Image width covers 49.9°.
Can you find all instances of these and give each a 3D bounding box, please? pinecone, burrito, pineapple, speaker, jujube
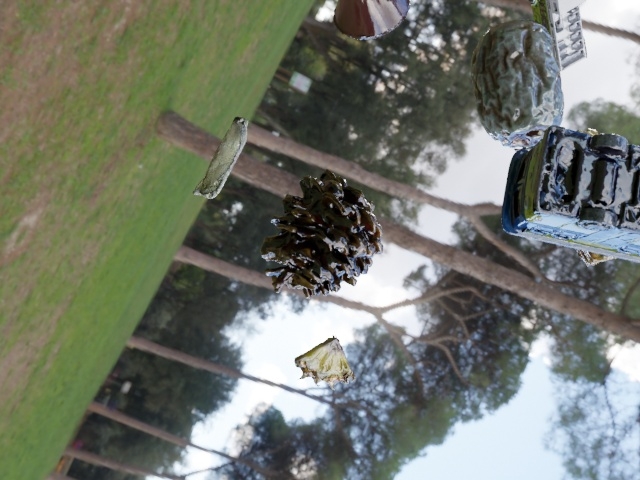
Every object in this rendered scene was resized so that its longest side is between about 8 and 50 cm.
[{"bbox_3d":[0.008,-0.004,1.363,0.257,0.243,0.243,-55,-178,-42],"label":"pinecone"},{"bbox_3d":[-0.224,-0.196,1.624,0.230,0.058,0.063,-63,-169,-17],"label":"burrito"},{"bbox_3d":[0.011,0.259,1.489,0.069,0.137,0.116,-8,-116,63],"label":"pineapple"},{"bbox_3d":[0.127,-0.635,1.550,0.329,0.259,0.198,67,29,-63],"label":"speaker"},{"bbox_3d":[0.487,-0.389,1.714,0.226,0.225,0.317,146,-60,-69],"label":"jujube"}]

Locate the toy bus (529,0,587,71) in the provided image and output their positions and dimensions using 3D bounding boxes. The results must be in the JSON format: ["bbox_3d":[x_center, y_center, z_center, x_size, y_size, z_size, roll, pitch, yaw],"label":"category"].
[{"bbox_3d":[0.664,-0.621,1.912,0.113,0.302,0.139,-30,-143,-5],"label":"toy bus"}]

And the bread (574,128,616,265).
[{"bbox_3d":[0.564,-0.088,1.449,0.184,0.114,0.275,18,55,-71],"label":"bread"}]

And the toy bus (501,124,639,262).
[{"bbox_3d":[0.430,-0.059,0.999,0.175,0.287,0.138,116,-14,-81],"label":"toy bus"}]
